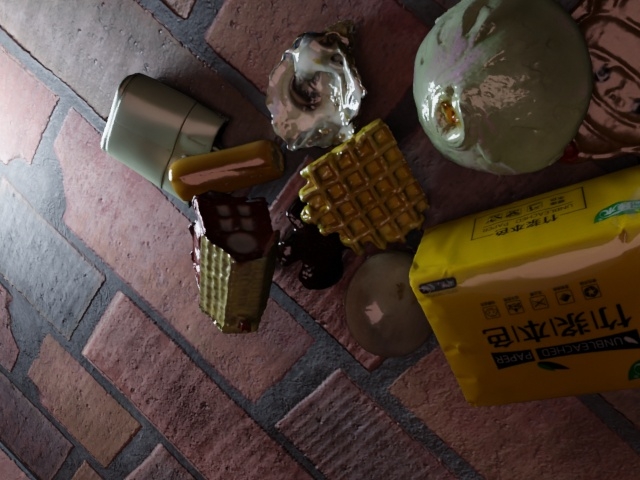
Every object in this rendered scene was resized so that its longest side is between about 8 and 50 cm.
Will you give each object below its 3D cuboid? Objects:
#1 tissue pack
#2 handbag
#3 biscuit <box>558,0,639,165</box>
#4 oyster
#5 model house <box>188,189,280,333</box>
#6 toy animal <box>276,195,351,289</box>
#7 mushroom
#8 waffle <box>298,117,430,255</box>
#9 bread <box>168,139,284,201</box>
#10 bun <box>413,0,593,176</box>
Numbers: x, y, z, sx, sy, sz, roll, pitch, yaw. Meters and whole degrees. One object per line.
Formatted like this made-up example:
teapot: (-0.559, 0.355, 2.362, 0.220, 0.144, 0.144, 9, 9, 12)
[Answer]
tissue pack: (0.379, 0.084, 0.851, 0.382, 0.228, 0.293, -18, 111, 28)
handbag: (-0.311, -0.209, 1.173, 0.315, 0.109, 0.241, 29, 119, -3)
biscuit: (0.498, -0.255, 0.790, 0.359, 0.074, 0.381, 47, 117, 4)
oyster: (-0.007, -0.277, 0.995, 0.223, 0.083, 0.214, -10, 101, 32)
model house: (-0.166, 0.049, 1.059, 0.160, 0.254, 0.196, -3, 129, -22)
toy animal: (-0.005, 0.002, 1.036, 0.116, 0.179, 0.219, -1, 102, 24)
mushroom: (0.121, 0.119, 1.036, 0.215, 0.207, 0.207, 4, 114, 59)
waffle: (0.073, -0.072, 0.981, 0.219, 0.057, 0.229, -31, 108, 4)
bread: (-0.194, -0.144, 1.095, 0.239, 0.074, 0.093, -12, 108, 10)
bun: (0.245, -0.228, 0.805, 0.293, 0.187, 0.293, 22, 122, 39)
